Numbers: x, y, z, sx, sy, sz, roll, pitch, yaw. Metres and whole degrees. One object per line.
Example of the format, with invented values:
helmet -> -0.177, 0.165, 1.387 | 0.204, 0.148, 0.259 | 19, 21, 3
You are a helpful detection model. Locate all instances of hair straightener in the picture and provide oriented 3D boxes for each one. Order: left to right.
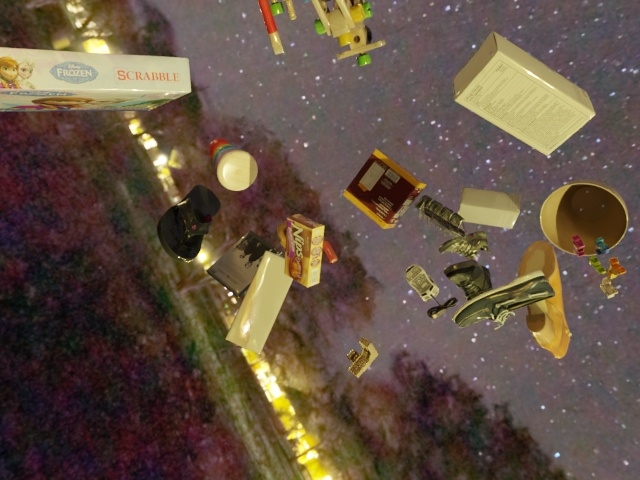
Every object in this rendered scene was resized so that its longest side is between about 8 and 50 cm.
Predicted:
hair straightener -> 0.000, 0.000, 2.222 | 0.230, 0.047, 0.089 | 56, -6, 0

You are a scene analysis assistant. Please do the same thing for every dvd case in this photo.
dvd case -> -0.287, 0.084, 1.869 | 0.179, 0.238, 0.030 | 33, -26, 27

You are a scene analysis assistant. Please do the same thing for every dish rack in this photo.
dish rack -> 0.468, -0.081, 1.919 | 0.208, 0.074, 0.271 | 30, 23, -1

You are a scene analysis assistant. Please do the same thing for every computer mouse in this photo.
computer mouse -> 0.353, 0.159, 1.617 | 0.042, 0.106, 0.193 | 17, 34, -58

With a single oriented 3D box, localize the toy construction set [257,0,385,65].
toy construction set -> 0.028, -0.515, 1.183 | 0.257, 0.308, 0.237 | -107, 179, -61

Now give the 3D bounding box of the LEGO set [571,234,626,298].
LEGO set -> 0.905, 0.083, 1.585 | 0.093, 0.087, 0.227 | 58, 13, -53

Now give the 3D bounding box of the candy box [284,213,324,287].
candy box -> -0.049, 0.029, 1.436 | 0.109, 0.053, 0.187 | 27, -57, 39

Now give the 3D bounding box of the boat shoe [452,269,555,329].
boat shoe -> 0.462, 0.166, 1.251 | 0.079, 0.254, 0.095 | 67, 8, 29

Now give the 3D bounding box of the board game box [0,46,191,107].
board game box -> -0.453, -0.296, 0.945 | 0.318, 0.318, 0.066 | 11, -72, 57

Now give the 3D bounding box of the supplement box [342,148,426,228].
supplement box -> 0.221, -0.174, 1.695 | 0.191, 0.194, 0.129 | 41, 17, 16

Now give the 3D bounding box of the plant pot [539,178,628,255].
plant pot -> 0.996, -0.112, 1.846 | 0.284, 0.191, 0.284 | 19, -55, 30

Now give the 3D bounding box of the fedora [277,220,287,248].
fedora -> -0.116, 0.000, 2.192 | 0.079, 0.194, 0.194 | -51, -119, 38

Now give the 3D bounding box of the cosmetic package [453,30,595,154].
cosmetic package -> 0.507, -0.364, 1.243 | 0.160, 0.309, 0.113 | -48, -159, 44

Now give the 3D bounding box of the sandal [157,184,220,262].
sandal -> -0.443, -0.091, 1.725 | 0.167, 0.107, 0.446 | 40, 27, -20

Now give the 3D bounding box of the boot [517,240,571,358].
boot -> 0.650, 0.171, 1.414 | 0.104, 0.295, 0.211 | -9, -32, 39

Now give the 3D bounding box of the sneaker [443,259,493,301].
sneaker -> 0.437, 0.132, 1.417 | 0.227, 0.087, 0.130 | 21, 51, -49

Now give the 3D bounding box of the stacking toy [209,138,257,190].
stacking toy -> -0.339, -0.295, 1.783 | 0.330, 0.141, 0.141 | 45, -21, 55

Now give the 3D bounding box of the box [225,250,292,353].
box -> -0.189, 0.205, 1.623 | 0.121, 0.311, 0.148 | 23, -16, -1

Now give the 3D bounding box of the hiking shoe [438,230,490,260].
hiking shoe -> 0.625, 0.035, 2.132 | 0.086, 0.226, 0.114 | 109, -35, -82

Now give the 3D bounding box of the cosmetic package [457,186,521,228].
cosmetic package -> 0.693, -0.136, 2.048 | 0.237, 0.107, 0.127 | 13, -29, 10

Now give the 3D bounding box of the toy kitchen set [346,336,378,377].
toy kitchen set -> 0.094, 0.300, 1.307 | 0.068, 0.083, 0.075 | 32, -19, 39
